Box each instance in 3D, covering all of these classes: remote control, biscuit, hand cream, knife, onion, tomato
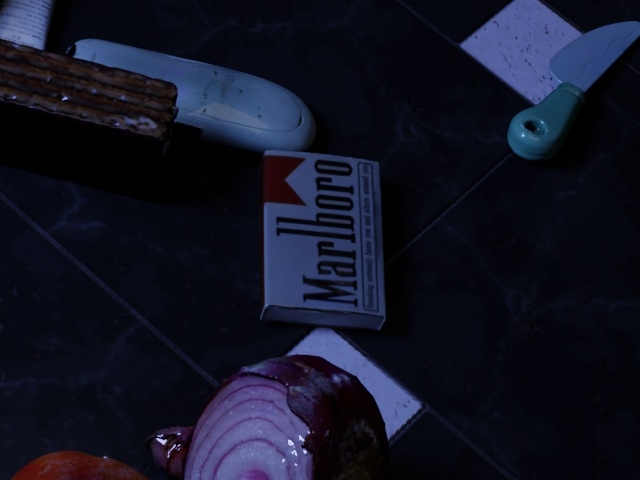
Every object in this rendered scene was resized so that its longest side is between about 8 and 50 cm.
[{"bbox_3d":[-0.128,-0.138,1.807,0.256,0.045,0.097,14,51,-1],"label":"remote control"},{"bbox_3d":[-0.325,-0.134,1.715,0.388,0.107,0.073,15,56,-4],"label":"biscuit"},{"bbox_3d":[-0.284,-0.240,1.846,0.067,0.042,0.194,18,58,-11],"label":"hand cream"},{"bbox_3d":[0.260,-0.165,1.936,0.063,0.034,0.260,28,47,14],"label":"knife"},{"bbox_3d":[-0.046,0.188,1.546,0.140,0.218,0.195,-3,94,-49],"label":"onion"},{"bbox_3d":[-0.185,0.229,1.506,0.159,0.091,0.139,23,56,-1],"label":"tomato"}]

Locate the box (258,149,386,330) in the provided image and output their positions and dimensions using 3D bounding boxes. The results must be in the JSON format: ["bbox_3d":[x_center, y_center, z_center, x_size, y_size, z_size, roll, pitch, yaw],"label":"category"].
[{"bbox_3d":[0.000,0.000,1.746,0.115,0.036,0.177,6,55,-10],"label":"box"}]
